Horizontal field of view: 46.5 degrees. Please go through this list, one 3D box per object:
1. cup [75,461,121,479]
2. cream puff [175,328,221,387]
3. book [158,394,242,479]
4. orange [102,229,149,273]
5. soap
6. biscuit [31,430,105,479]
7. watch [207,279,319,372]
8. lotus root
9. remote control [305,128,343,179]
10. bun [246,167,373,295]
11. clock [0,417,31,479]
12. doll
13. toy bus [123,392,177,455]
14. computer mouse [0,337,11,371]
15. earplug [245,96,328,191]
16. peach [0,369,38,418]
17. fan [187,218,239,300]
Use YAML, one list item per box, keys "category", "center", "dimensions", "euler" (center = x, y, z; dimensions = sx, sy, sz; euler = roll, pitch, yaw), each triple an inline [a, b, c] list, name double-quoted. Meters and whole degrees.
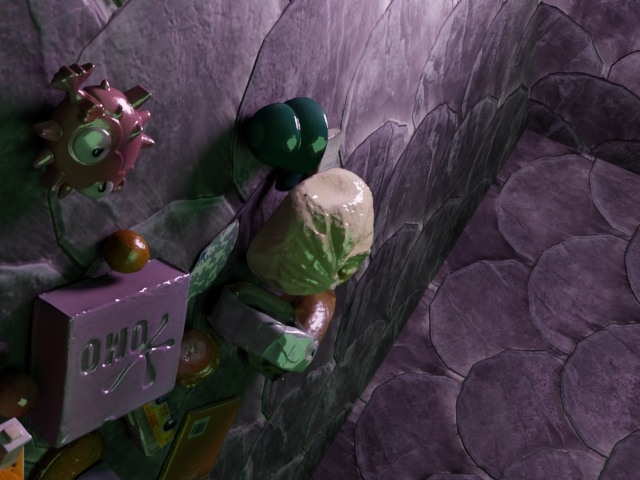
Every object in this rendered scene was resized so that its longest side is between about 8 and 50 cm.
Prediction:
- category: "cup"
  center: [-0.481, 0.583, 1.649]
  dimensions: [0.095, 0.129, 0.128]
  euler: [-21, 138, -50]
- category: "cream puff"
  center: [-0.295, 0.268, 1.696]
  dimensions: [0.144, 0.126, 0.103]
  euler: [-43, 168, -22]
- category: "book"
  center: [-0.361, 0.619, 2.083]
  dimensions: [0.374, 0.028, 0.262]
  euler: [-66, 158, 9]
- category: "orange"
  center: [-0.351, 0.021, 1.345]
  dimensions: [0.085, 0.085, 0.085]
  euler: [-47, 154, -32]
- category: "soap"
  center: [-0.393, 0.201, 1.389]
  dimensions: [0.296, 0.107, 0.285]
  euler: [-22, 131, -51]
- category: "biscuit"
  center: [-0.522, 0.453, 1.538]
  dimensions: [0.206, 0.025, 0.126]
  euler: [-31, 143, -54]
- category: "watch"
  center: [-0.131, 0.217, 1.754]
  dimensions: [0.161, 0.253, 0.241]
  euler: [-63, -164, 3]
- category: "lotus root"
  center: [-0.070, 0.221, 2.045]
  dimensions: [0.267, 0.149, 0.260]
  euler: [-42, -168, 54]
- category: "remote control"
  center: [0.000, -0.179, 1.939]
  dimensions: [0.098, 0.038, 0.233]
  euler: [-31, 143, -52]
- category: "bun"
  center: [0.000, 0.000, 1.806]
  dimensions: [0.349, 0.227, 0.352]
  euler: [-41, 170, -16]
- category: "clock"
  center: [-0.562, 0.391, 1.130]
  dimensions: [0.235, 0.166, 0.309]
  euler: [-28, 158, -55]
- category: "doll"
  center: [-0.344, -0.160, 1.127]
  dimensions: [0.211, 0.093, 0.262]
  euler: [-41, 153, -30]
- category: "toy bus"
  center: [-0.391, 0.377, 1.663]
  dimensions: [0.106, 0.092, 0.268]
  euler: [-36, 148, -29]
- category: "computer mouse"
  center: [-0.572, 0.209, 1.054]
  dimensions: [0.270, 0.086, 0.137]
  euler: [-40, 166, -9]
- category: "earplug"
  center: [-0.075, -0.217, 1.638]
  dimensions: [0.280, 0.257, 0.164]
  euler: [1, 78, -49]
- category: "peach"
  center: [-0.518, 0.260, 1.259]
  dimensions: [0.083, 0.083, 0.083]
  euler: [-47, 154, -32]
- category: "fan"
  center: [-0.253, 0.054, 1.689]
  dimensions: [0.240, 0.009, 0.131]
  euler: [-55, 158, -17]
